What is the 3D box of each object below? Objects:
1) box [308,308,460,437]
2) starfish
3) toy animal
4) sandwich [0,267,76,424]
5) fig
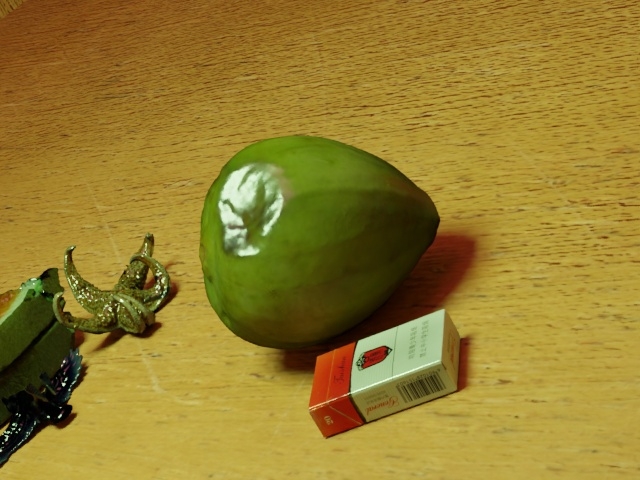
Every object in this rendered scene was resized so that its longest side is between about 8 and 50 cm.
[{"bbox_3d":[0.066,0.136,1.770,0.152,0.048,0.100,-24,23,19],"label":"box"},{"bbox_3d":[-0.267,0.056,2.222,0.146,0.074,0.190,4,33,12],"label":"starfish"},{"bbox_3d":[-0.349,0.203,2.100,0.108,0.062,0.220,-30,17,50],"label":"toy animal"},{"bbox_3d":[-0.449,0.174,2.202,0.212,0.109,0.292,-19,23,38],"label":"sandwich"},{"bbox_3d":[0.000,0.000,1.905,0.271,0.239,0.239,-6,22,-9],"label":"fig"}]
